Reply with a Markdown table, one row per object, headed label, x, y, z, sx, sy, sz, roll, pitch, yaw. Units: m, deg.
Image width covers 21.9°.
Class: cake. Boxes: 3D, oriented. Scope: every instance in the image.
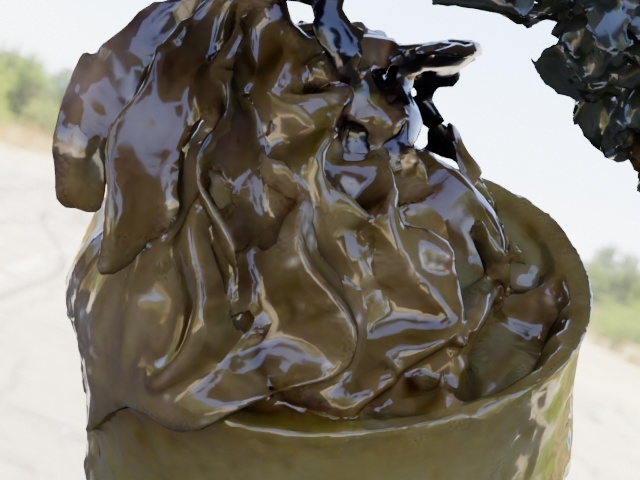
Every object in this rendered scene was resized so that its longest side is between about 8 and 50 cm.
| label | x | y | z | sx | sy | sz | roll | pitch | yaw |
| --- | --- | --- | --- | --- | --- | --- | --- | --- | --- |
| cake | 0.004 | 0.004 | 0.982 | 0.332 | 0.321 | 0.332 | -1 | 31 | 1 |

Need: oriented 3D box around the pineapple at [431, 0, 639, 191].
| label | x | y | z | sx | sy | sz | roll | pitch | yaw |
| --- | --- | --- | --- | --- | --- | --- | --- | --- | --- |
| pineapple | 0.127 | -0.072 | 0.610 | 0.251 | 0.125 | 0.125 | 38 | -3 | -11 |
